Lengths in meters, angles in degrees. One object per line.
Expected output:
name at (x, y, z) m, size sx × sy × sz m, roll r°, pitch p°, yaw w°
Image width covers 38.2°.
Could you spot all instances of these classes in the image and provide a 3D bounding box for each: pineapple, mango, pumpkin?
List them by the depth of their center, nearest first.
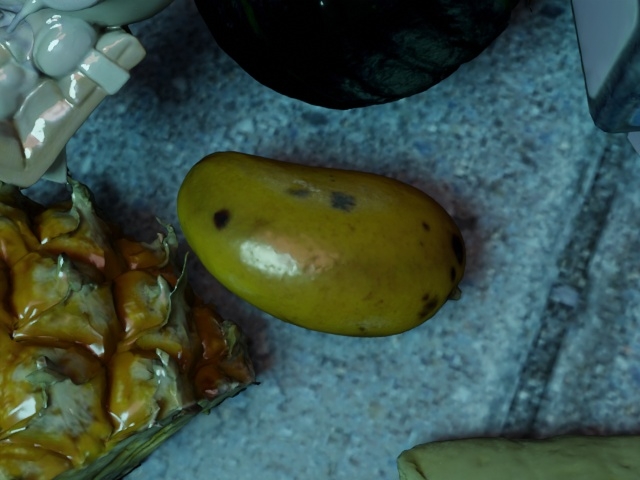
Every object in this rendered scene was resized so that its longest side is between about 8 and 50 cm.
pineapple at (-0.251, 0.054, 0.536) m, size 0.344 × 0.209 × 0.286 m, roll -34°, pitch 76°, yaw -2°
mango at (0.001, 0.002, 0.556) m, size 0.178 × 0.090 × 0.115 m, roll 13°, pitch 38°, yaw -16°
pumpkin at (0.048, -0.191, 0.559) m, size 0.248 × 0.248 × 0.248 m, roll -1°, pitch 79°, yaw 7°

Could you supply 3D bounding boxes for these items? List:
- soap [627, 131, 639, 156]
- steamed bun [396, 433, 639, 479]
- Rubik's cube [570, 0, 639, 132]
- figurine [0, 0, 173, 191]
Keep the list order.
soap at (0.270, -0.094, 0.578) m, size 0.149 × 0.056 × 0.100 m, roll -29°, pitch 74°, yaw 1°
steamed bun at (0.160, 0.215, 0.506) m, size 0.231 × 0.110 × 0.212 m, roll -3°, pitch 79°, yaw 9°
Rubik's cube at (0.306, -0.274, 0.421) m, size 0.363 × 0.359 × 0.362 m, roll -7°, pitch 72°, yaw -1°
figurine at (-0.144, -0.147, 0.480) m, size 0.141 × 0.162 × 0.237 m, roll 27°, pitch 105°, yaw -29°
